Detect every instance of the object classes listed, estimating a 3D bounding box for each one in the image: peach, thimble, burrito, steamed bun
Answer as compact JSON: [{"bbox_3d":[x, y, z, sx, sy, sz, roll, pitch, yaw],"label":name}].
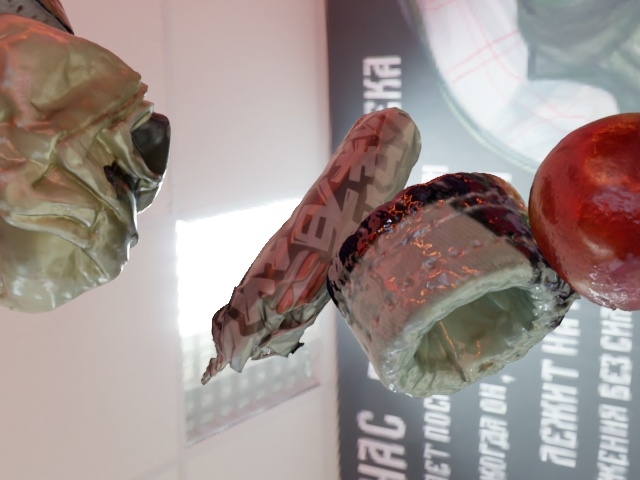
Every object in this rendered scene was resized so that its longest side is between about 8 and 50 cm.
[{"bbox_3d":[0.216,-0.022,0.726,0.118,0.151,0.151,-9,-78,-48],"label":"peach"},{"bbox_3d":[0.129,0.052,0.978,0.237,0.237,0.150,32,-154,-52],"label":"thimble"},{"bbox_3d":[0.000,0.000,1.159,0.101,0.139,0.445,47,-121,-20],"label":"burrito"},{"bbox_3d":[-0.276,-0.076,1.066,0.275,0.206,0.320,-90,14,-48],"label":"steamed bun"}]

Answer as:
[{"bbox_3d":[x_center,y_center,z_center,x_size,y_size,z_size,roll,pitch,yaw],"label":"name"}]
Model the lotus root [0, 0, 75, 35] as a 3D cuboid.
[{"bbox_3d":[-0.432,-0.268,1.181,0.272,0.272,0.192,44,-161,-48],"label":"lotus root"}]
